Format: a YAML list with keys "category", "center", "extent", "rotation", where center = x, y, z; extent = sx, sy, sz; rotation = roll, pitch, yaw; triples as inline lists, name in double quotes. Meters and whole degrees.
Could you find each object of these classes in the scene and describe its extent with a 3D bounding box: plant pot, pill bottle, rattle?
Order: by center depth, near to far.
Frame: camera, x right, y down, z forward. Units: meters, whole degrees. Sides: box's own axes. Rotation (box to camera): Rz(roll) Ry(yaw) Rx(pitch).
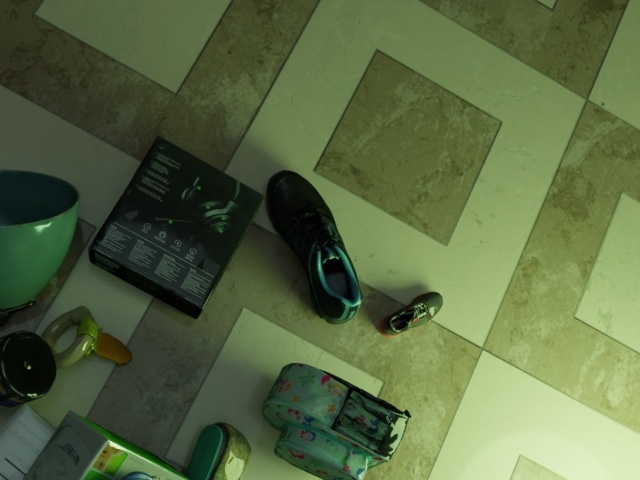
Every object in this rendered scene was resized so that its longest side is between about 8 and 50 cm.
- category: "pill bottle"
  center: [-0.580, 0.242, 1.563]
  extent: [0.123, 0.219, 0.123]
  rotation: [38, 42, -45]
- category: "plant pot"
  center: [-0.587, 0.009, 1.620]
  extent: [0.290, 0.290, 0.196]
  rotation: [1, 113, -14]
- category: "rattle"
  center: [-0.488, 0.229, 1.698]
  extent: [0.199, 0.143, 0.130]
  rotation: [-42, 57, -4]

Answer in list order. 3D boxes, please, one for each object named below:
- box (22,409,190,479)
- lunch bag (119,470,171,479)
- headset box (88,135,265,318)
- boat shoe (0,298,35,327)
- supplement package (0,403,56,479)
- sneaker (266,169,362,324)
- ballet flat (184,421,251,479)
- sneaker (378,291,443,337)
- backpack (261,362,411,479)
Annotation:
- category: "box"
  center: [-0.386, 0.457, 1.540]
  extent: [0.231, 0.126, 0.262]
  rotation: [-57, 139, -14]
- category: "lunch bag"
  center: [-0.324, 0.531, 1.457]
  extent: [0.303, 0.115, 0.243]
  rotation: [-50, 135, -17]
- category: "headset box"
  center: [-0.278, -0.032, 1.756]
  extent: [0.246, 0.131, 0.283]
  rotation: [28, 72, -6]
- category: "boat shoe"
  center: [-0.610, 0.141, 1.678]
  extent: [0.152, 0.056, 0.049]
  rotation: [-15, 86, -7]
- category: "supplement package"
  center: [-0.557, 0.427, 1.576]
  extent: [0.134, 0.139, 0.244]
  rotation: [41, 70, -3]
- category: "sneaker"
  center: [0.000, 0.000, 1.814]
  extent: [0.125, 0.139, 0.341]
  rotation: [-25, 83, -16]
- category: "ballet flat"
  center: [-0.230, 0.513, 1.662]
  extent: [0.123, 0.123, 0.349]
  rotation: [28, 74, -6]
- category: "sneaker"
  center: [0.199, 0.156, 1.866]
  extent: [0.157, 0.065, 0.061]
  rotation: [-30, 86, -18]
- category: "backpack"
  center: [0.010, 0.347, 1.694]
  extent: [0.253, 0.225, 0.191]
  rotation: [34, 67, 0]
